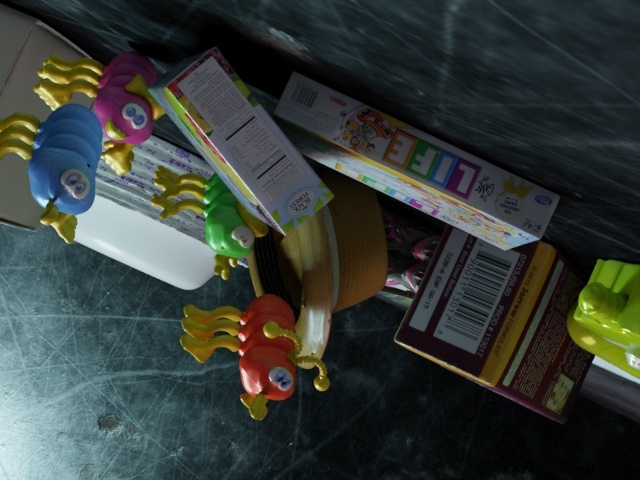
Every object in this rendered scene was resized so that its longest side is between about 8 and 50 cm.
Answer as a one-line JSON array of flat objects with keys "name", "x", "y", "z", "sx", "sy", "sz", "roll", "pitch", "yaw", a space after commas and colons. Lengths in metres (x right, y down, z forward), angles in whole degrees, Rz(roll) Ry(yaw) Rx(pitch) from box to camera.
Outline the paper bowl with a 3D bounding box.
[{"name": "paper bowl", "x": -0.208, "y": -0.040, "z": 1.455, "sx": 0.284, "sy": 0.148, "sz": 0.284, "roll": 24, "pitch": 175, "yaw": 2}]

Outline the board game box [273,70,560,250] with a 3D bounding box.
[{"name": "board game box", "x": 0.049, "y": -0.041, "z": 0.671, "sx": 0.154, "sy": 0.026, "sz": 0.103, "roll": 25, "pitch": 176, "yaw": 1}]

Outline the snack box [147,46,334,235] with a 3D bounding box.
[{"name": "snack box", "x": -0.049, "y": -0.057, "z": 0.676, "sx": 0.100, "sy": 0.037, "sz": 0.141, "roll": 52, "pitch": 175, "yaw": -13}]

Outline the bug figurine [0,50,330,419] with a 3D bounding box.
[{"name": "bug figurine", "x": -0.093, "y": -0.019, "z": 0.765, "sx": 0.279, "sy": 0.072, "sz": 0.216, "roll": 47, "pitch": -159, "yaw": -34}]

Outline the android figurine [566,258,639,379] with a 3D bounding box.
[{"name": "android figurine", "x": 0.268, "y": 0.082, "z": 0.759, "sx": 0.272, "sy": 0.056, "sz": 0.248, "roll": 26, "pitch": 177, "yaw": -41}]

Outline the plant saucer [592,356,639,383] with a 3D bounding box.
[{"name": "plant saucer", "x": 0.257, "y": 0.090, "z": 1.049, "sx": 0.195, "sy": 0.037, "sz": 0.195, "roll": 24, "pitch": 176, "yaw": 2}]

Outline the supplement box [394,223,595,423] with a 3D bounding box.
[{"name": "supplement box", "x": 0.141, "y": 0.060, "z": 0.880, "sx": 0.080, "sy": 0.104, "sz": 0.188, "roll": 24, "pitch": 176, "yaw": 31}]

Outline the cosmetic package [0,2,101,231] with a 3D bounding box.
[{"name": "cosmetic package", "x": -0.338, "y": -0.136, "z": 0.948, "sx": 0.296, "sy": 0.153, "sz": 0.129, "roll": 25, "pitch": 178, "yaw": 19}]

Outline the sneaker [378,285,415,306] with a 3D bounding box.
[{"name": "sneaker", "x": 0.059, "y": 0.028, "z": 1.245, "sx": 0.192, "sy": 0.064, "sz": 0.086, "roll": 22, "pitch": 172, "yaw": -7}]

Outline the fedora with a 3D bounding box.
[{"name": "fedora", "x": 0.000, "y": 0.000, "z": 0.878, "sx": 0.079, "sy": 0.194, "sz": 0.194, "roll": -10, "pitch": -173, "yaw": -17}]

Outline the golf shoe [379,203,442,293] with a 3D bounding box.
[{"name": "golf shoe", "x": 0.046, "y": 0.004, "z": 1.006, "sx": 0.186, "sy": 0.068, "sz": 0.086, "roll": 26, "pitch": 178, "yaw": -15}]
